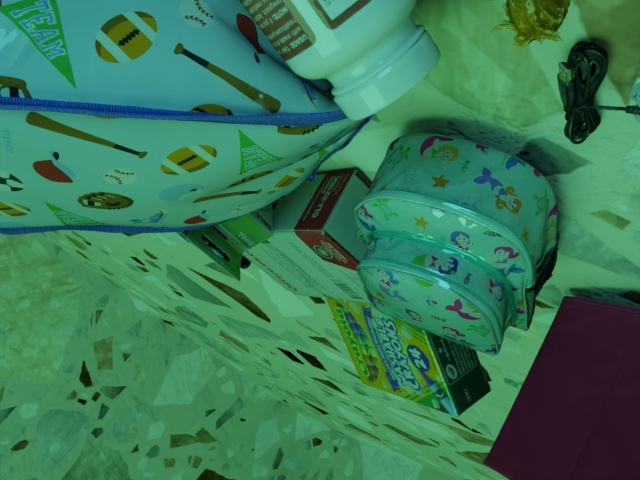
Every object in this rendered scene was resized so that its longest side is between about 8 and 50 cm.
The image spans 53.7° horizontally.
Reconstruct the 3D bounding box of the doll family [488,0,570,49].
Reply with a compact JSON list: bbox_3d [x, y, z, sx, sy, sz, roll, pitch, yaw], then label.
[{"bbox_3d":[0.129,-0.201,0.383,0.163,0.118,0.263,42,155,-29],"label":"doll family"}]

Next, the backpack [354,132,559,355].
[{"bbox_3d":[0.152,0.002,0.736,0.225,0.191,0.253,20,152,25],"label":"backpack"}]

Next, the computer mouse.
[{"bbox_3d":[0.288,-0.109,0.503,0.193,0.042,0.106,19,152,38],"label":"computer mouse"}]

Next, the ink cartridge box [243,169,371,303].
[{"bbox_3d":[0.000,0.000,0.995,0.273,0.114,0.197,0,145,50],"label":"ink cartridge box"}]

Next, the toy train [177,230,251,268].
[{"bbox_3d":[-0.223,-0.002,1.326,0.105,0.080,0.184,18,160,50],"label":"toy train"}]

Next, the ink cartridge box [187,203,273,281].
[{"bbox_3d":[-0.123,-0.057,0.903,0.062,0.209,0.109,-27,131,21],"label":"ink cartridge box"}]

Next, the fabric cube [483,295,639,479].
[{"bbox_3d":[0.419,0.255,0.793,0.254,0.258,0.259,36,167,-26],"label":"fabric cube"}]

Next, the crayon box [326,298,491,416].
[{"bbox_3d":[0.124,0.165,1.097,0.323,0.083,0.203,0,115,62],"label":"crayon box"}]

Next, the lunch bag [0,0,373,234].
[{"bbox_3d":[-0.145,-0.147,0.668,0.386,0.238,0.328,2,164,-20],"label":"lunch bag"}]

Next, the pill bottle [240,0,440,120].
[{"bbox_3d":[-0.003,-0.205,0.484,0.216,0.121,0.121,51,152,-19],"label":"pill bottle"}]
